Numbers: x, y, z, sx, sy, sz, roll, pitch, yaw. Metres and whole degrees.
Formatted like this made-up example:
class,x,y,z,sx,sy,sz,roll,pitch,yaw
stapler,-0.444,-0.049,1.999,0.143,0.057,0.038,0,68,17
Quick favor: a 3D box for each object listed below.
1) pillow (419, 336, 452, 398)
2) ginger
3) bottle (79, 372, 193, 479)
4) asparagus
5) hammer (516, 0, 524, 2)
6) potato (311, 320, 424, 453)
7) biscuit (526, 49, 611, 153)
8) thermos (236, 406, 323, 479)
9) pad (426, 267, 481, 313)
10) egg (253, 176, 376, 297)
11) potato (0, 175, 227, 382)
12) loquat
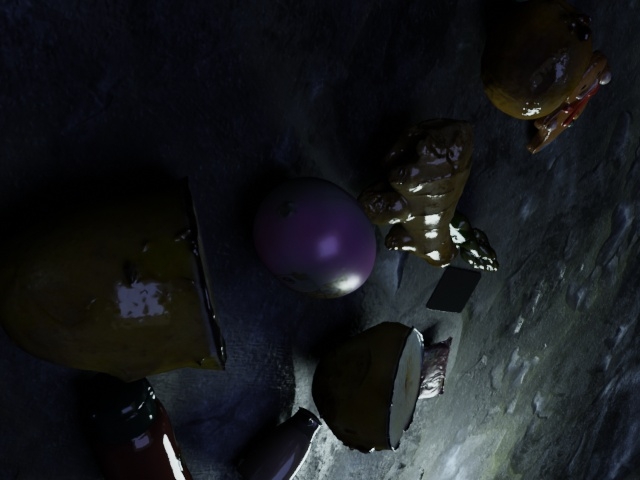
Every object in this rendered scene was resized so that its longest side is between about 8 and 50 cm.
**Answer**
class,x,y,z,sx,sy,sz,roll,pitch,yaw
pillow,0.261,0.313,2.207,0.118,0.043,0.185,-15,126,-31
ginger,0.190,-0.063,1.738,0.236,0.166,0.376,-34,134,-36
bottle,-0.311,0.352,1.552,0.144,0.144,0.336,-33,138,-24
asparagus,0.321,0.003,1.998,0.080,0.080,0.287,-53,135,0
hammer,0.365,-0.589,1.556,0.206,0.119,0.336,-37,133,-20
potato,0.096,0.289,1.913,0.299,0.196,0.247,-42,137,-62
biscuit,0.522,-0.286,1.902,0.205,0.049,0.324,-40,164,-15
thermos,-0.075,0.437,1.919,0.193,0.105,0.137,-51,169,-13
pad,0.312,0.118,2.136,0.157,0.003,0.112,12,110,-50
egg,0.000,0.000,1.559,0.271,0.196,0.196,22,102,-52
potato,-0.299,0.068,1.322,0.295,0.290,0.397,-10,172,-8
loquat,0.394,-0.338,1.700,0.238,0.193,0.238,-50,176,-5
